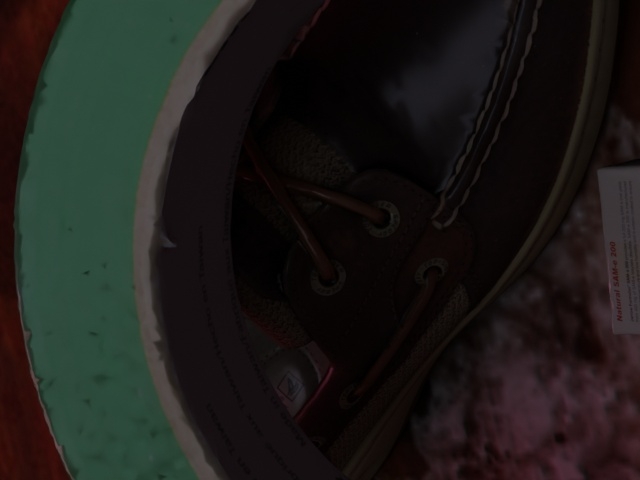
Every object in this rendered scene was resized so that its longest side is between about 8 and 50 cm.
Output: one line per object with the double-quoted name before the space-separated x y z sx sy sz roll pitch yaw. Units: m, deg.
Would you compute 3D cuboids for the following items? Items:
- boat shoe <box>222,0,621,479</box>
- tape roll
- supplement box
"boat shoe" 0.000 0.000 0.543 0.123 0.123 0.342 42 123 23
"tape roll" 0.066 0.005 0.429 0.321 0.077 0.321 2 99 15
"supplement box" 0.150 0.001 0.481 0.098 0.036 0.062 0 100 37
